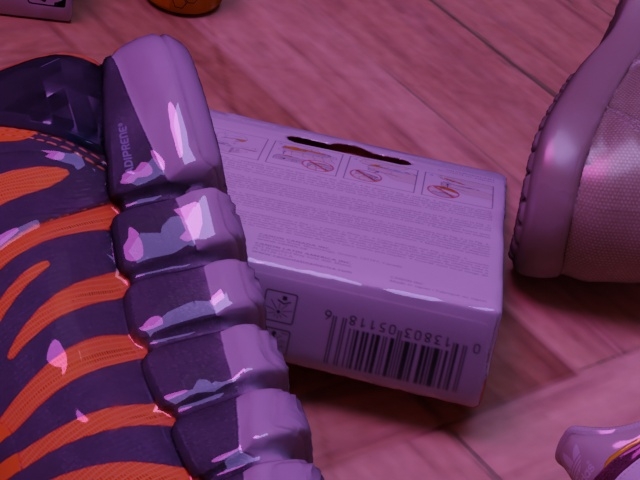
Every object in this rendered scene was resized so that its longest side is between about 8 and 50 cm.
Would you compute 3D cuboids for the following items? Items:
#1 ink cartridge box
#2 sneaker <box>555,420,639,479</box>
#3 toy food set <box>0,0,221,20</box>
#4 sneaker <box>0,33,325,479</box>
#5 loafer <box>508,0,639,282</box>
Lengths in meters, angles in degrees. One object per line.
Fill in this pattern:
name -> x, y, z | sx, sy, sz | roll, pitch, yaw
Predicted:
ink cartridge box -> 0.000, 0.000, 0.716 | 0.145, 0.045, 0.179 | 13, 17, 2
sneaker -> 0.166, 0.056, 0.643 | 0.185, 0.069, 0.084 | -24, 54, -40
toy food set -> -0.155, -0.182, 0.849 | 0.232, 0.104, 0.111 | 6, 36, -7
sneaker -> -0.093, 0.080, 0.518 | 0.180, 0.124, 0.321 | -14, 47, -7
loafer -> 0.164, -0.063, 0.789 | 0.092, 0.102, 0.268 | 23, 46, 13
